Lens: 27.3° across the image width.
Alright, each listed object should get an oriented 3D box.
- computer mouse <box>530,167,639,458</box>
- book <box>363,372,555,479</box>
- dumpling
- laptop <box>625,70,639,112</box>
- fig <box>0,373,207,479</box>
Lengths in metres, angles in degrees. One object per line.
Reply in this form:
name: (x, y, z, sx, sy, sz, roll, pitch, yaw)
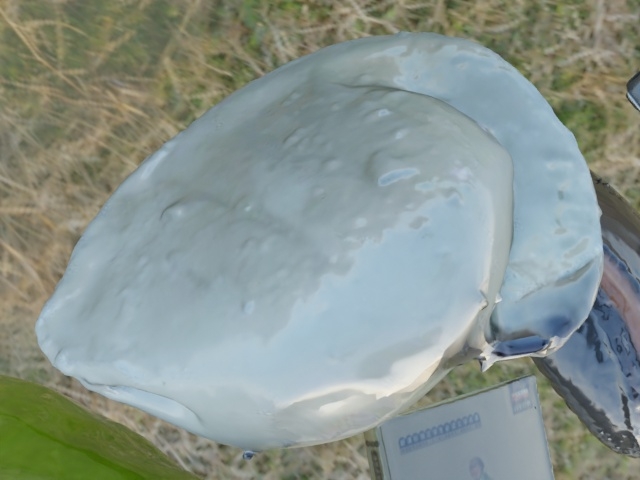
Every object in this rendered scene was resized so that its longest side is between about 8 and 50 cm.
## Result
computer mouse: (0.194, 0.019, 0.976, 0.116, 0.183, 0.323, -34, 104, 18)
book: (0.092, 0.185, 0.739, 0.138, 0.016, 0.198, -10, 89, -42)
dumpling: (0.001, -0.001, 0.453, 0.176, 0.150, 0.092, -21, 142, 21)
laptop: (0.234, -0.041, 0.571, 0.129, 0.180, 0.016, -42, 159, 22)
fig: (-0.144, 0.167, 0.514, 0.233, 0.314, 0.233, -3, 95, -34)
